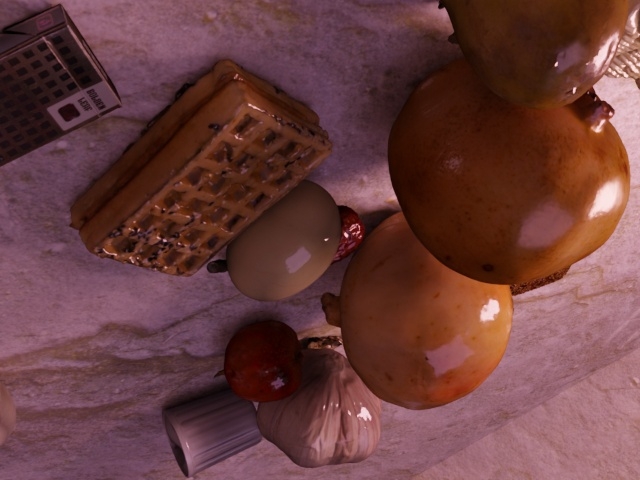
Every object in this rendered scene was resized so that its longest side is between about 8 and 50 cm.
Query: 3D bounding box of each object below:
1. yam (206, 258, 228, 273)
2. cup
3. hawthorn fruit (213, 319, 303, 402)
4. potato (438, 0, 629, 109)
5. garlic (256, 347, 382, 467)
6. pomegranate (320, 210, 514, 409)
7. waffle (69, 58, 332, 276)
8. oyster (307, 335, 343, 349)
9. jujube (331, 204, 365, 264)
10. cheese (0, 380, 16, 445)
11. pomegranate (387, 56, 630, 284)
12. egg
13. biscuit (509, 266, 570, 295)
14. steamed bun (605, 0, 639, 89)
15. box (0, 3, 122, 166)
[{"bbox_3d":[-0.179,0.049,1.712,0.029,0.027,0.234,-61,174,1],"label":"yam"},{"bbox_3d":[-0.268,0.441,2.234,0.202,0.221,0.166,-19,115,-21],"label":"cup"},{"bbox_3d":[-0.138,0.270,2.034,0.201,0.179,0.179,-16,152,13],"label":"hawthorn fruit"},{"bbox_3d":[0.362,-0.381,1.327,0.397,0.296,0.290,-39,150,22],"label":"potato"},{"bbox_3d":[-0.006,0.380,2.181,0.318,0.317,0.259,-3,127,-37],"label":"garlic"},{"bbox_3d":[0.194,0.144,1.907,0.412,0.411,0.411,-21,149,-13],"label":"pomegranate"},{"bbox_3d":[-0.186,-0.099,1.487,0.376,0.114,0.261,-41,150,21],"label":"waffle"},{"bbox_3d":[0.020,0.247,2.257,0.086,0.029,0.132,-12,165,14],"label":"oyster"},{"bbox_3d":[0.000,0.000,1.789,0.176,0.109,0.112,-30,134,-1],"label":"jujube"},{"bbox_3d":[-0.655,0.315,1.685,0.198,0.154,0.189,-25,132,2],"label":"cheese"},{"bbox_3d":[0.327,-0.130,1.574,0.417,0.416,0.416,-21,149,-13],"label":"pomegranate"},{"bbox_3d":[-0.067,0.002,1.650,0.186,0.186,0.241,18,111,-51],"label":"egg"},{"bbox_3d":[0.576,0.096,2.485,0.231,0.025,0.131,-18,149,-17],"label":"biscuit"},{"bbox_3d":[0.595,-0.389,1.577,0.268,0.207,0.280,12,166,-5],"label":"steamed bun"},{"bbox_3d":[-0.444,-0.170,1.226,0.325,0.047,0.180,-28,150,-2],"label":"box"}]
